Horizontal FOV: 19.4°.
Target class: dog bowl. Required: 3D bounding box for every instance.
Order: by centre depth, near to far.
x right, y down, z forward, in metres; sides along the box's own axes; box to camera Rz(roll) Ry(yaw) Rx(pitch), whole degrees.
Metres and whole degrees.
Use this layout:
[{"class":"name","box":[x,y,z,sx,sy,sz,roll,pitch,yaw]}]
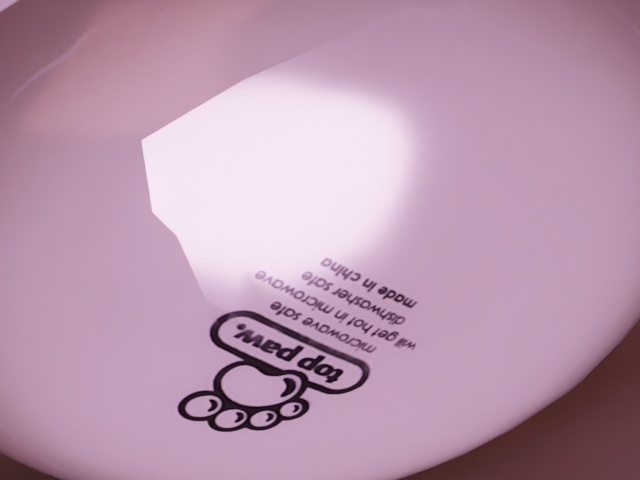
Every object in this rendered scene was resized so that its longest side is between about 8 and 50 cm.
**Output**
[{"class":"dog bowl","box":[0.000,0.000,0.547,0.408,0.150,0.408,-10,136,-9]}]
